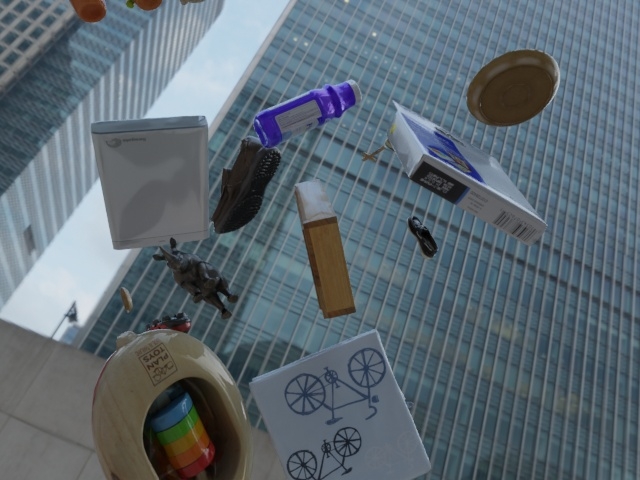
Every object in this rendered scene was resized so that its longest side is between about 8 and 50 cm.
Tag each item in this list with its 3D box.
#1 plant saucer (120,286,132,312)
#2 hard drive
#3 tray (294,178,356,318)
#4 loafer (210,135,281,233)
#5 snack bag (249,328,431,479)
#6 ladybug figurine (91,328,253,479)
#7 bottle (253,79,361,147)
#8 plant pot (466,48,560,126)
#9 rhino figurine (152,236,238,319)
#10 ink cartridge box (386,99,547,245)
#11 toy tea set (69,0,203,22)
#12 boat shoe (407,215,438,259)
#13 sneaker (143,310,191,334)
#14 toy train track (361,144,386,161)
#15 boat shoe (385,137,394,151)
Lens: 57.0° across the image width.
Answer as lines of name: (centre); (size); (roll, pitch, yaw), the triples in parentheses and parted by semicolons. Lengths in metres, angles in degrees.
plant saucer: (-0.588, 0.179, 1.790); (0.083, 0.015, 0.083); (34, -49, 49)
hard drive: (-0.372, -0.121, 1.338); (0.233, 0.047, 0.352); (-7, -41, -16)
tray: (0.000, 0.000, 1.332); (0.076, 0.411, 0.202); (-13, -74, -2)
loafer: (-0.244, -0.173, 1.829); (0.130, 0.134, 0.365); (48, -58, 22)
snack bag: (0.052, 0.400, 1.267); (0.342, 0.323, 0.037); (67, -22, 9)
ladybug figurine: (-0.296, 0.372, 1.148); (0.162, 0.305, 0.448); (-5, -71, 42)
bottle: (-0.030, -0.331, 1.516); (0.092, 0.283, 0.118); (64, -15, -2)
plant pot: (0.491, -0.374, 1.493); (0.237, 0.032, 0.236); (-3, -40, -3)
rhino figurine: (-0.252, 0.069, 1.171); (0.106, 0.073, 0.243); (47, -3, 35)
ink cartridge box: (0.282, -0.147, 1.214); (0.304, 0.307, 0.072); (25, -66, -19)
toy tea set: (-0.392, -0.591, 1.254); (0.336, 0.124, 0.200); (-20, -20, -15)
boat shoe: (0.251, -0.014, 1.442); (0.046, 0.125, 0.038); (1, -35, -29)
sneaker: (-0.377, 0.270, 1.379); (0.276, 0.098, 0.135); (-40, -110, 30)
toy train track: (0.143, -0.237, 1.584); (0.048, 0.014, 0.083); (28, -37, -32)
boat shoe: (0.294, -0.293, 1.813); (0.190, 0.068, 0.072); (23, -56, 13)
